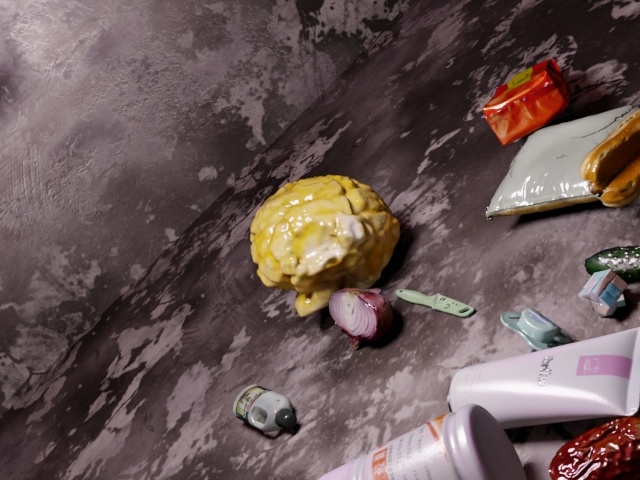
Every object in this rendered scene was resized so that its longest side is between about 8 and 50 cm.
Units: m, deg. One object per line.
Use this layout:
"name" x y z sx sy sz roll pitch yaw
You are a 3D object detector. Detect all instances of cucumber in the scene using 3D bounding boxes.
"cucumber" 0.594 0.040 1.588 0.227 0.069 0.069 -8 41 46

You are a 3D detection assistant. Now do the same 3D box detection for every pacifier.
"pacifier" 0.400 0.193 1.610 0.150 0.127 0.116 35 118 39

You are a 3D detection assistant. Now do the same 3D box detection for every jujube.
"jujube" 0.430 0.334 1.289 0.176 0.109 0.112 -35 59 9

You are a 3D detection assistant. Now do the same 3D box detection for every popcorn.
"popcorn" 0.006 -0.015 2.228 0.344 0.354 0.390 -48 17 39

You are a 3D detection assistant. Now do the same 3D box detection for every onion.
"onion" 0.110 0.178 2.054 0.098 0.151 0.206 -17 23 -31

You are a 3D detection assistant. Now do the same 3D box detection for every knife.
"knife" 0.259 0.139 1.982 0.043 0.020 0.293 -47 25 -14

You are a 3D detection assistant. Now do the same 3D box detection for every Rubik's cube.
"Rubik's cube" 0.527 0.100 1.583 0.075 0.073 0.084 -49 -1 1

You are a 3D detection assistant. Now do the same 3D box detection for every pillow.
"pillow" 0.550 -0.174 1.938 0.310 0.119 0.312 -14 35 48

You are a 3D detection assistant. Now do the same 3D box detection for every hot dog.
"hot dog" 0.660 -0.190 1.766 0.337 0.135 0.100 -39 -9 -24

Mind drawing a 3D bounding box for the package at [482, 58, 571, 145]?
"package" 0.530 -0.361 2.183 0.196 0.123 0.423 -30 7 21

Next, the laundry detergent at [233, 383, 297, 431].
"laundry detergent" -0.125 0.408 2.055 0.099 0.070 0.225 -43 24 -22

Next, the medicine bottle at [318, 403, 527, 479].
"medicine bottle" 0.165 0.424 1.427 0.316 0.202 0.202 -33 26 22

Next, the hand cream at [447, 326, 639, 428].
"hand cream" 0.385 0.249 1.472 0.358 0.118 0.185 -23 26 41
